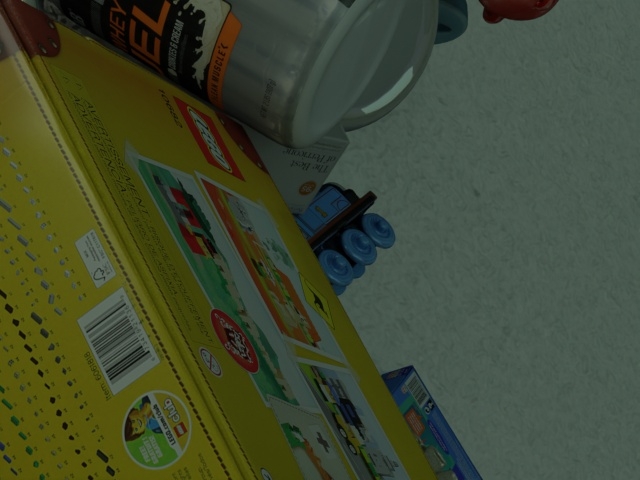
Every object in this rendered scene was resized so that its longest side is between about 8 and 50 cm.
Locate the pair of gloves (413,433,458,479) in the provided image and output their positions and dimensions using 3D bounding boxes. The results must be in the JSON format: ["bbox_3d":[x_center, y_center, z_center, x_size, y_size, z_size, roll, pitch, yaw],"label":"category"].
[{"bbox_3d":[0.003,0.179,1.521,0.204,0.042,0.240,-24,72,-46],"label":"pair of gloves"}]

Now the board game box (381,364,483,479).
[{"bbox_3d":[0.070,0.247,1.619,0.160,0.047,0.210,59,40,-12],"label":"board game box"}]

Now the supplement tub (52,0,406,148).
[{"bbox_3d":[-0.099,-0.231,1.404,0.316,0.193,0.193,31,40,13],"label":"supplement tub"}]

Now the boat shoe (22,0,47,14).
[{"bbox_3d":[-0.249,-0.135,1.410,0.081,0.079,0.227,-4,80,-61],"label":"boat shoe"}]

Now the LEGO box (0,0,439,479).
[{"bbox_3d":[-0.101,0.115,1.164,0.500,0.193,0.372,61,15,22],"label":"LEGO box"}]

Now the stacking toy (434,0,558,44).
[{"bbox_3d":[0.089,-0.292,1.707,0.279,0.309,0.130,17,72,-29],"label":"stacking toy"}]

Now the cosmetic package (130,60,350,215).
[{"bbox_3d":[-0.099,-0.090,1.489,0.239,0.099,0.060,9,41,-34],"label":"cosmetic package"}]

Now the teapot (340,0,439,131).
[{"bbox_3d":[-0.025,-0.231,1.625,0.252,0.187,0.256,-38,123,-22],"label":"teapot"}]

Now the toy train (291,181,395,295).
[{"bbox_3d":[0.000,0.000,1.617,0.105,0.080,0.184,46,36,3],"label":"toy train"}]
